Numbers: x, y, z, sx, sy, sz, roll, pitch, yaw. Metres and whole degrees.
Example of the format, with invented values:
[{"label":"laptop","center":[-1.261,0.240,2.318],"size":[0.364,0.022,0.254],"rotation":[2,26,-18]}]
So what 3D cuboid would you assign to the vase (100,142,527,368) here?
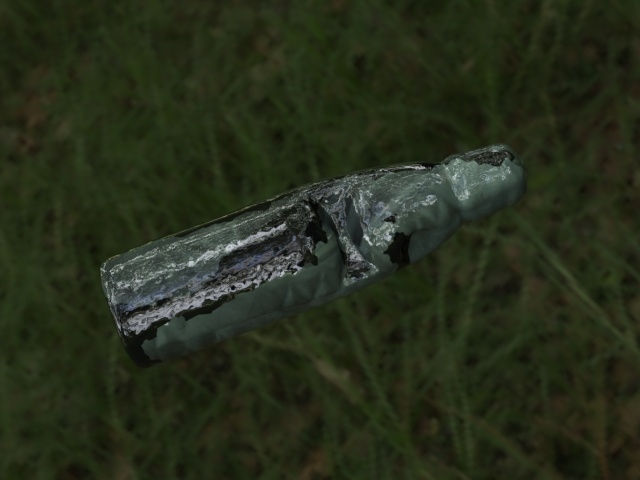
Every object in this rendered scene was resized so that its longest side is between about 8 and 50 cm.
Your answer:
[{"label":"vase","center":[0.000,0.000,0.855],"size":[0.211,0.060,0.060],"rotation":[-21,35,2]}]
